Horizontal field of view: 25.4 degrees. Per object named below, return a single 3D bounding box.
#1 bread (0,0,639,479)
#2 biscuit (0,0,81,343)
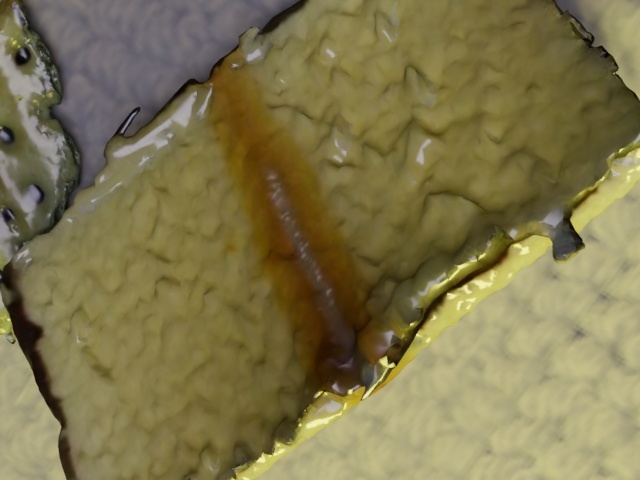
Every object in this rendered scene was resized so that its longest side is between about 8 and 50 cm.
[{"bbox_3d":[0.000,0.000,0.561,0.266,0.142,0.178,-38,65,12],"label":"bread"},{"bbox_3d":[-0.190,-0.007,0.626,0.203,0.016,0.144,-20,105,12],"label":"biscuit"}]
